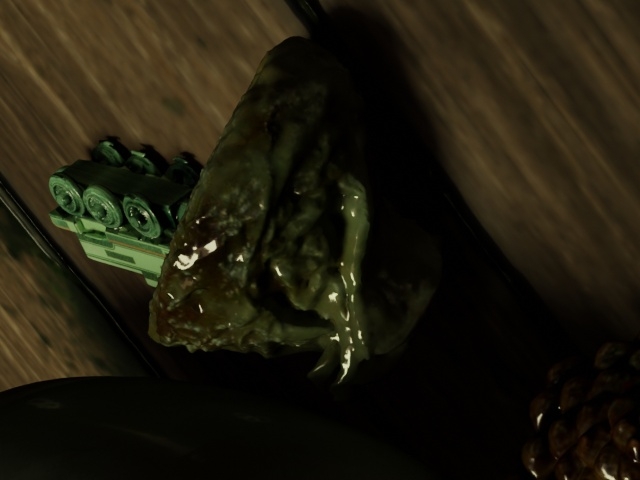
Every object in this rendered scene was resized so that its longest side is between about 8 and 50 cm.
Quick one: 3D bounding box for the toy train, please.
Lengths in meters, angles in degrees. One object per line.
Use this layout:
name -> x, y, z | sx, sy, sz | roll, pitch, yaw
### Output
toy train -> -0.072, -0.008, 0.662 | 0.083, 0.033, 0.053 | 14, 137, 40

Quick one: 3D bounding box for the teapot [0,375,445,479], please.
teapot -> -0.011, 0.192, 0.593 | 0.315, 0.233, 0.312 | 46, 157, -17

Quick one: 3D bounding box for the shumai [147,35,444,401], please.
shumai -> -0.001, 0.001, 0.551 | 0.087, 0.099, 0.124 | 26, 146, 2

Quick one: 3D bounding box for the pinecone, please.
pinecone -> 0.109, 0.087, 0.501 | 0.102, 0.102, 0.109 | 8, 133, 44
